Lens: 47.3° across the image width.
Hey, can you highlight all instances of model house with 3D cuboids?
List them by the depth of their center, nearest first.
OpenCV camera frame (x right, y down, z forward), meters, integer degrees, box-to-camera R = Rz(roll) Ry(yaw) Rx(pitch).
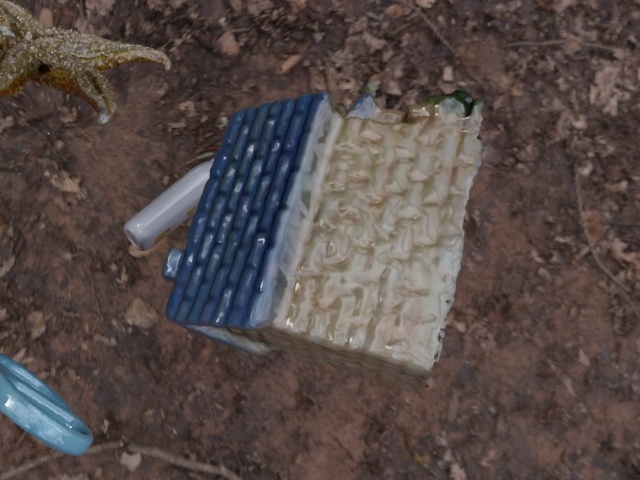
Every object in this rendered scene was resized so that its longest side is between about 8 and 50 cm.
[{"bbox_3d":[0.000,0.000,1.095,0.400,0.445,0.395,10,75,6],"label":"model house"}]

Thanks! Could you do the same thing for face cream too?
[{"bbox_3d":[-0.254,-0.092,1.429,0.291,0.144,0.071,-42,96,-19],"label":"face cream"}]

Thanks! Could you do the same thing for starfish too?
[{"bbox_3d":[-0.234,-0.152,0.590,0.240,0.227,0.043,-3,131,-33],"label":"starfish"}]

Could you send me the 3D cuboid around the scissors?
[{"bbox_3d":[-0.400,0.068,0.689,0.447,0.192,0.029,46,74,-29],"label":"scissors"}]
